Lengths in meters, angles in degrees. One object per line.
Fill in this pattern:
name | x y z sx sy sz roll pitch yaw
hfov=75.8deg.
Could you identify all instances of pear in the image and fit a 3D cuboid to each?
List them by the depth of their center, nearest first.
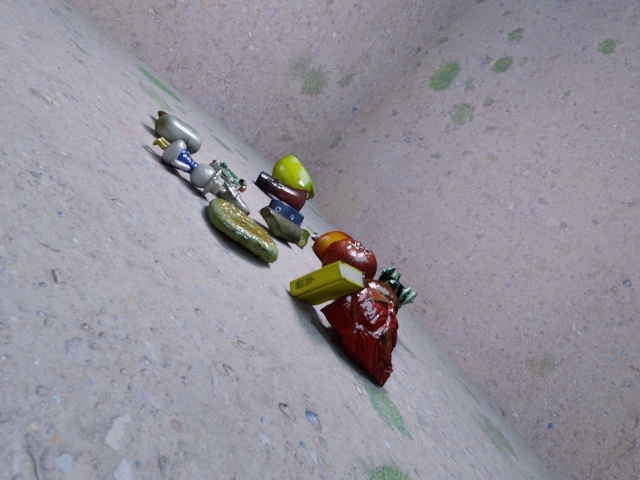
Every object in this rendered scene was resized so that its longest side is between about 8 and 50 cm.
pear | -0.183 -0.385 2.881 0.318 0.238 0.342 43 -22 48

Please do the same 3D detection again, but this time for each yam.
yam | -0.183 -0.064 1.896 0.259 0.106 0.106 30 17 -51

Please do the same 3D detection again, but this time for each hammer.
hammer | -0.646 -0.495 1.776 0.305 0.113 0.202 45 4 37

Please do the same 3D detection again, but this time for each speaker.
speaker | -0.255 -0.338 2.655 0.329 0.198 0.259 34 24 -16

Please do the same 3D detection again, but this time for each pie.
pie | -0.277 -0.040 1.456 0.323 0.070 0.323 42 6 -5

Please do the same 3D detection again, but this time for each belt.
belt | -0.186 -0.107 2.070 0.122 0.128 0.218 10 -19 46

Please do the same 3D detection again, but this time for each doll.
doll | -0.468 -0.266 1.491 0.293 0.119 0.138 37 18 -14

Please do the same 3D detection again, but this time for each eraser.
eraser | 0.023 0.152 1.419 0.158 0.226 0.069 26 47 -48

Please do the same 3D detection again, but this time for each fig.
fig | 0.214 0.280 1.770 0.235 0.235 0.214 39 -16 -35

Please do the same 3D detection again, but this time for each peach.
peach | 0.092 0.059 2.382 0.274 0.245 0.249 39 -28 51

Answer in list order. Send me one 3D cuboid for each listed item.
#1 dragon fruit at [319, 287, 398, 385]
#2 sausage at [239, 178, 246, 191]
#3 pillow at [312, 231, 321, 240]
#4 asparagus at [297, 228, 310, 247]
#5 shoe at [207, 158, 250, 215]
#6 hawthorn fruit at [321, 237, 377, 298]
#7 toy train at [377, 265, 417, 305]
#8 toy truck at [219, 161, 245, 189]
dragon fruit | 0.166 0.343 1.448 0.330 0.302 0.240 66 -24 9
sausage | -0.402 -0.284 2.111 0.039 0.041 0.131 38 10 -24
pillow | -0.002 0.002 2.639 0.135 0.055 0.091 41 40 -7
asparagus | -0.093 -0.014 2.236 0.067 0.060 0.278 54 7 -12
shoe | -0.380 -0.213 1.688 0.275 0.098 0.103 46 12 -2
hawthorn fruit | 0.130 0.141 1.935 0.275 0.300 0.275 10 1 0
toy train | 0.335 0.291 2.086 0.179 0.272 0.442 49 6 21
toy truck | -0.428 -0.290 1.919 0.154 0.080 0.078 43 -13 -10
